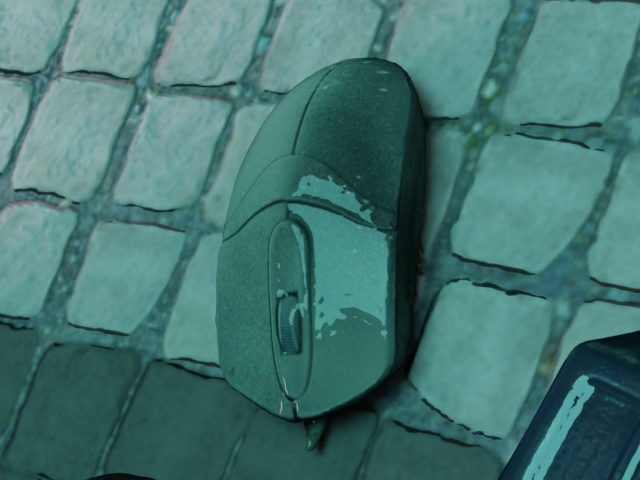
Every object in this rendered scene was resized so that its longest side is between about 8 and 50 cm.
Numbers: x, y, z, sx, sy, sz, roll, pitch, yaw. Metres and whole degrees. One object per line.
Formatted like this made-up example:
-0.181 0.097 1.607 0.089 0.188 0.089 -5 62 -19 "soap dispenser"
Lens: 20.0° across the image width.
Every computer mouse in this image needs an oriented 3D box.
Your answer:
-0.003 -0.004 0.977 0.113 0.068 0.229 -6 64 33 "computer mouse"

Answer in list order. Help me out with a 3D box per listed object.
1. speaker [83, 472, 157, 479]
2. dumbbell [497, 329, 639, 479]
-0.176 0.243 0.907 0.388 0.180 0.184 -40 47 11 "speaker"
0.223 0.147 0.711 0.316 0.156 0.143 25 112 39 "dumbbell"
